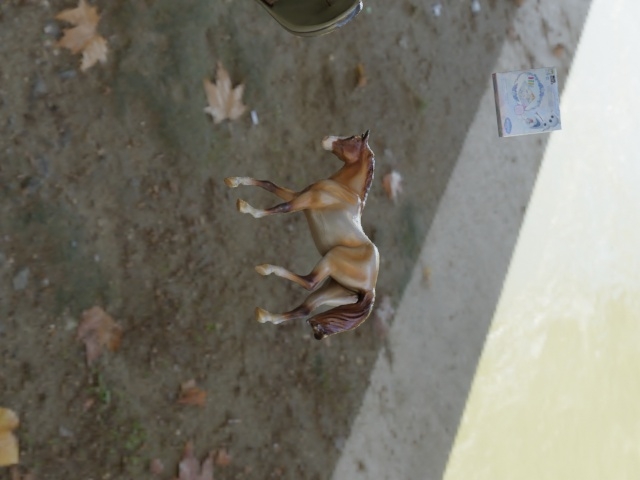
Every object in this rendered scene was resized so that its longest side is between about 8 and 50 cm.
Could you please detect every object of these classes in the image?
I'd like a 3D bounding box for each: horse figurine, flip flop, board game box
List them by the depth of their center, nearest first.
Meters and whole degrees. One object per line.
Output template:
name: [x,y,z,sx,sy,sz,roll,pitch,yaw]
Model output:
horse figurine: [0.000,0.000,1.132,0.174,0.066,0.263,-4,59,-20]
board game box: [0.290,-0.195,1.450,0.090,0.020,0.090,-7,94,-12]
flip flop: [-0.050,-0.414,1.649,0.112,0.277,0.080,-40,148,-14]
